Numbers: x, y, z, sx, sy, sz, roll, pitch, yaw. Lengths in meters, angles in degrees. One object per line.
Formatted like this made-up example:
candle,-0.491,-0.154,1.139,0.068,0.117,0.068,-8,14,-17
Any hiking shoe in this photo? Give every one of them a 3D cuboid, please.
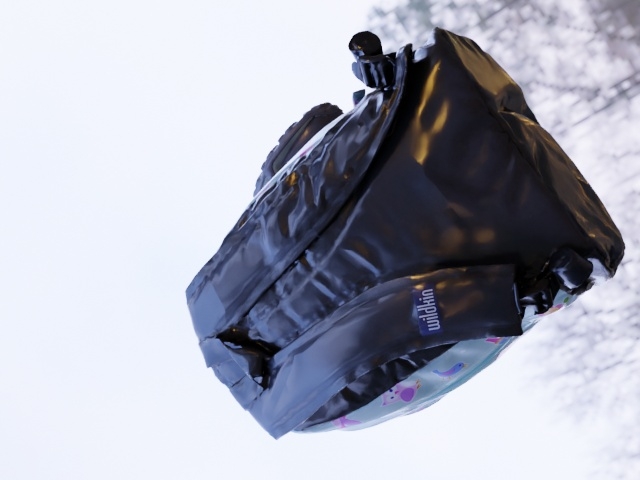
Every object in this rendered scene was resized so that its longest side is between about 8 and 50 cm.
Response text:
hiking shoe,0.000,0.000,1.300,0.114,0.227,0.086,23,-158,16

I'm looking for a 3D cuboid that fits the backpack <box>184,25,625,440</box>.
backpack,0.033,0.014,0.705,0.115,0.182,0.152,14,-140,-56
